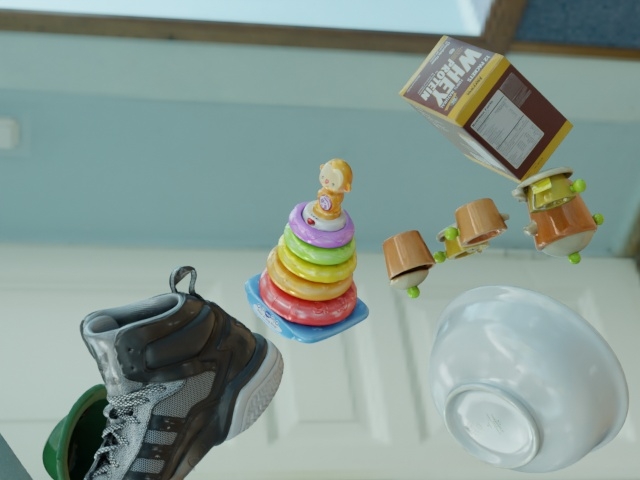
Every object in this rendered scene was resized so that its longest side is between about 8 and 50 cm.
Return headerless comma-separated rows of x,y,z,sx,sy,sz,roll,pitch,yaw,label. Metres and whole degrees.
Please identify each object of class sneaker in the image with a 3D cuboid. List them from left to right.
-0.157,0.144,1.005,0.101,0.268,0.153,6,140,54,sneaker

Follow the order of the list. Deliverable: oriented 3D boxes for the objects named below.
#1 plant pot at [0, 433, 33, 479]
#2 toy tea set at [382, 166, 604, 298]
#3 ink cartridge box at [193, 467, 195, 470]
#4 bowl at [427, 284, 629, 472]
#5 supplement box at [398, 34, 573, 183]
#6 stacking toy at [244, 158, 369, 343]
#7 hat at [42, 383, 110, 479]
-0.562,0.438,1.798,0.247,0.252,0.248,-45,74,18,plant pot
0.261,0.009,1.864,0.200,0.336,0.124,8,-119,-65,toy tea set
-0.150,0.207,1.238,0.048,0.083,0.028,-107,10,-64,ink cartridge box
0.261,0.218,1.730,0.134,0.298,0.298,-44,-24,-43,bowl
0.271,-0.216,2.073,0.129,0.194,0.191,-52,31,0,supplement box
0.000,0.000,1.976,0.175,0.165,0.302,41,134,31,stacking toy
-0.374,0.284,1.733,0.173,0.183,0.208,-58,-36,-43,hat
